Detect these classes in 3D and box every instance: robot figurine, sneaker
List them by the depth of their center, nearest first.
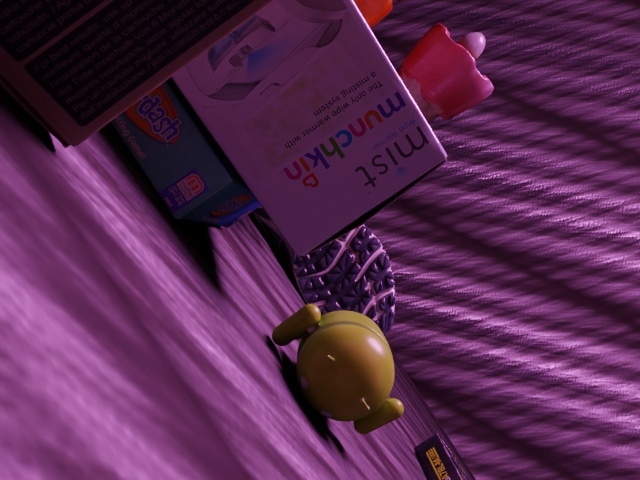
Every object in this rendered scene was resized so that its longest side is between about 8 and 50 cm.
[{"bbox_3d":[0.017,0.086,0.651,0.101,0.067,0.115,50,2,-4],"label":"robot figurine"},{"bbox_3d":[0.000,0.000,1.130,0.283,0.110,0.122,57,-1,12],"label":"sneaker"}]

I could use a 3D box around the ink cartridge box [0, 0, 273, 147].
[{"bbox_3d":[-0.095,-0.185,0.455,0.088,0.193,0.234,51,4,-46],"label":"ink cartridge box"}]

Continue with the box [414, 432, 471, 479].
[{"bbox_3d":[0.196,0.351,1.141,0.190,0.045,0.184,55,0,-14],"label":"box"}]

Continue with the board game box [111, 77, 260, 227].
[{"bbox_3d":[-0.110,-0.089,0.683,0.160,0.047,0.210,57,3,2],"label":"board game box"}]

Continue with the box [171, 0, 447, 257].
[{"bbox_3d":[-0.043,-0.146,0.680,0.231,0.127,0.262,56,2,-21],"label":"box"}]

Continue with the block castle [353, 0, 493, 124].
[{"bbox_3d":[-0.012,-0.298,0.972,0.453,0.213,0.303,50,8,-4],"label":"block castle"}]
